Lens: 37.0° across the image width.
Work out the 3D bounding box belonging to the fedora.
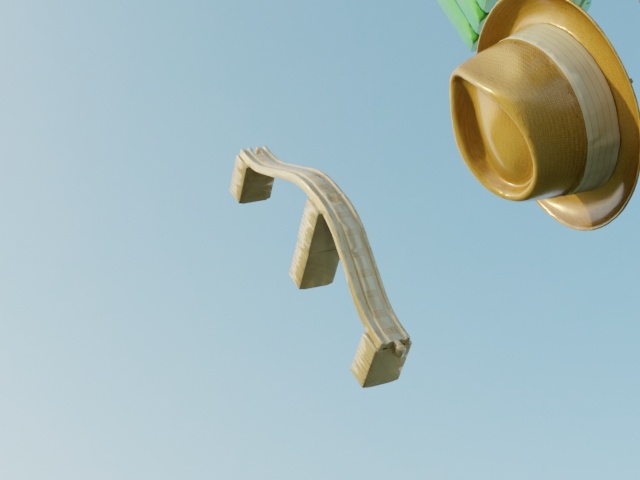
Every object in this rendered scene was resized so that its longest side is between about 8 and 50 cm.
[{"bbox_3d":[0.155,-0.091,0.725,0.079,0.194,0.194,-19,-27,-21],"label":"fedora"}]

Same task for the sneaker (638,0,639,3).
[{"bbox_3d":[0.287,-0.207,0.748,0.125,0.262,0.104,-51,-33,6],"label":"sneaker"}]

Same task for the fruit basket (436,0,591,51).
[{"bbox_3d":[0.203,-0.460,1.187,0.282,0.392,0.392,-17,-37,1],"label":"fruit basket"}]

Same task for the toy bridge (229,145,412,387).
[{"bbox_3d":[0.000,0.000,0.552,0.026,0.188,0.063,-9,-47,-29],"label":"toy bridge"}]
